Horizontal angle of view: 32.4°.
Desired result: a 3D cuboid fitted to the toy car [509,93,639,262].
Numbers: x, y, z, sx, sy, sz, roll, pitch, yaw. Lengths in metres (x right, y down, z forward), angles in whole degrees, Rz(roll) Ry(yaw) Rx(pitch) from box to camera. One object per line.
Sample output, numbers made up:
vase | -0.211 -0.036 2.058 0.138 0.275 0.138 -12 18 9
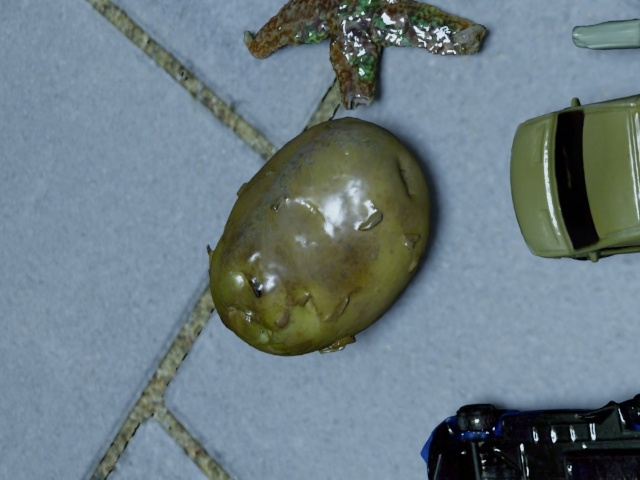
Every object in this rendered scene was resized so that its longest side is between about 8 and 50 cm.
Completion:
toy car | 0.223 -0.044 0.633 0.256 0.124 0.101 -7 87 31

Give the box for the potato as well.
potato | 0.000 0.000 0.776 0.176 0.137 0.137 -42 70 3

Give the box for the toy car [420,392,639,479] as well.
toy car | 0.165 0.152 0.714 0.216 0.063 0.103 -10 85 38

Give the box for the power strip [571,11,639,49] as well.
power strip | 0.282 -0.128 0.611 0.288 0.093 0.053 -5 88 32

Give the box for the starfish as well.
starfish | 0.027 -0.165 0.803 0.209 0.053 0.150 -12 74 36
